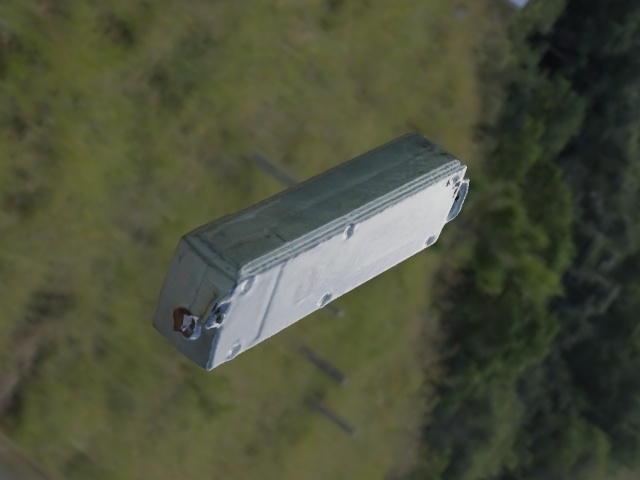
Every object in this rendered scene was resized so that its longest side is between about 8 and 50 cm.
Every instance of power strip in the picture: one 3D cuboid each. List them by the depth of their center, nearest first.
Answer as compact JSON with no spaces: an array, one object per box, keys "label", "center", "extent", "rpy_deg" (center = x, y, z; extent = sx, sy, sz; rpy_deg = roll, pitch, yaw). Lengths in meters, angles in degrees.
[{"label":"power strip","center":[0.000,0.000,0.986],"extent":[0.272,0.052,0.078],"rpy_deg":[-28,148,-48]}]
